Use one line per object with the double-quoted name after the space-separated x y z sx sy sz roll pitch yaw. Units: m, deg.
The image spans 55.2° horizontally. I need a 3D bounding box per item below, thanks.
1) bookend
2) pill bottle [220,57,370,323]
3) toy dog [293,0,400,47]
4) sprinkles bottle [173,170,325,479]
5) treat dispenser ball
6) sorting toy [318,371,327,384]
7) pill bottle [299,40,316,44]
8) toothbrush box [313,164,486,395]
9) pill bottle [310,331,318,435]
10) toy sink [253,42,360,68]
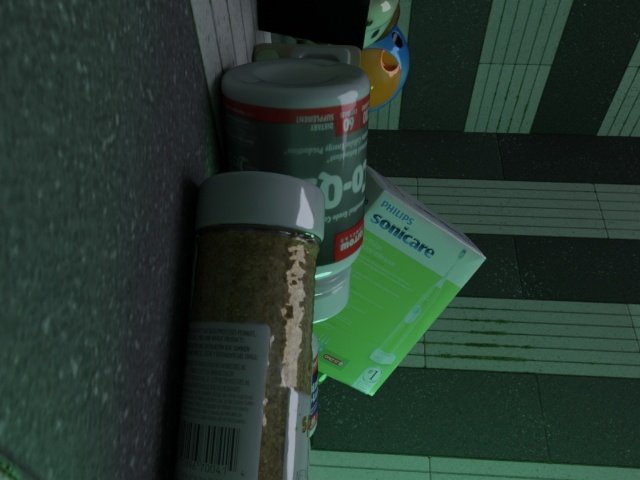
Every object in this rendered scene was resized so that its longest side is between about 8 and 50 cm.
0.007 -0.355 0.910 0.156 0.157 0.072 -64 166 -52 "bookend"
-0.027 -0.054 0.715 0.161 0.161 0.284 -82 173 -61 "pill bottle"
0.038 -0.554 1.101 0.395 0.284 0.409 20 -65 55 "toy dog"
-0.064 0.123 0.547 0.121 0.121 0.356 77 16 -78 "sprinkles bottle"
0.110 -0.511 1.757 0.288 0.287 0.289 2 90 -87 "treat dispenser ball"
-0.054 0.217 1.282 0.126 0.126 0.366 26 65 -54 "sorting toy"
0.006 -0.435 1.463 0.119 0.119 0.209 -58 151 -84 "pill bottle"
0.070 0.063 0.926 0.283 0.206 0.122 -53 -155 15 "toothbrush box"
-0.056 0.171 0.820 0.108 0.108 0.194 -81 173 -65 "pill bottle"
-0.019 -0.194 0.874 0.234 0.152 0.131 81 11 -69 "toy sink"
